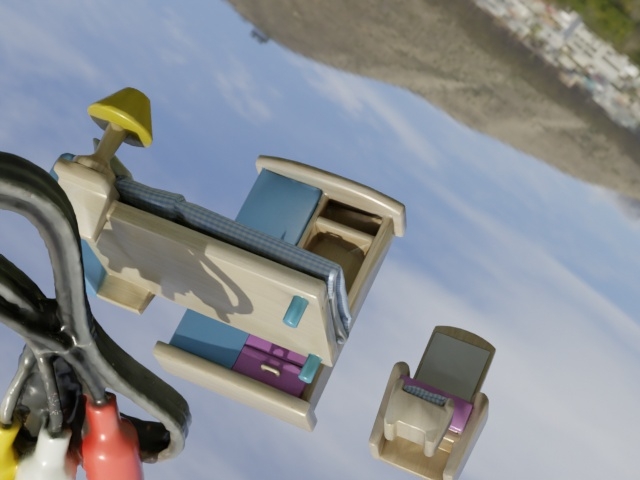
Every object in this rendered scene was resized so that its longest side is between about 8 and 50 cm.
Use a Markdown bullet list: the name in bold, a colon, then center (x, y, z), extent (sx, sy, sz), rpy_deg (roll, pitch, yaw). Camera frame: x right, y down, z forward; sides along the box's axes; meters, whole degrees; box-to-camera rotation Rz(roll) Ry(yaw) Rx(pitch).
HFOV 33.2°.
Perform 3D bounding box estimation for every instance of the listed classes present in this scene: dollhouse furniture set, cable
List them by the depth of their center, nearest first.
- **cable**: center (-0.130, 0.074, 0.553), extent (0.139, 0.287, 0.072), rpy_deg (1, -127, -11)
- **dollhouse furniture set**: center (0.000, 0.000, 0.756), extent (0.286, 0.198, 0.303), rpy_deg (20, 159, 15)
